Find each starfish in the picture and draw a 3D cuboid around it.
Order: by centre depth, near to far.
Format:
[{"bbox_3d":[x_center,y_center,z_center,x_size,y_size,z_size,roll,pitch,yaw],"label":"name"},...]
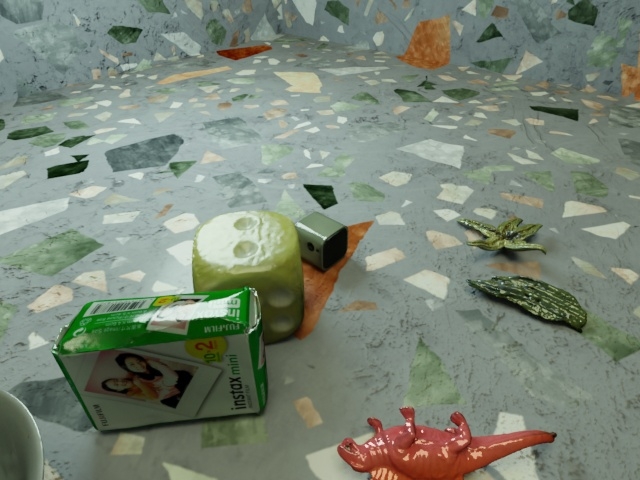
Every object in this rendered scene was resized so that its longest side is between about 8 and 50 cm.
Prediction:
[{"bbox_3d":[0.385,-0.012,0.890,0.223,0.050,0.217,-11,31,-32],"label":"starfish"}]

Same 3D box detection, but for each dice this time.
[{"bbox_3d":[-0.117,0.061,0.704,0.169,0.166,0.169,-5,38,-6],"label":"dice"}]

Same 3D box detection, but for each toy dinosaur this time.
[{"bbox_3d":[0.161,0.287,0.504,0.285,0.070,0.139,5,48,2],"label":"toy dinosaur"}]

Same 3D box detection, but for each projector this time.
[{"bbox_3d":[0.000,0.000,0.849,0.082,0.083,0.083,28,46,32],"label":"projector"}]

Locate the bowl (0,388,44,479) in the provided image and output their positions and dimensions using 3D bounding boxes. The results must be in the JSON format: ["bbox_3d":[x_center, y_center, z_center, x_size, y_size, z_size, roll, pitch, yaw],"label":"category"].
[{"bbox_3d":[-0.417,0.317,0.382,0.345,0.157,0.346,0,38,0],"label":"bowl"}]

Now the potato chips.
[{"bbox_3d":[0.376,0.098,0.765,0.207,0.028,0.092,21,41,23],"label":"potato chips"}]

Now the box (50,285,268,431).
[{"bbox_3d":[-0.198,0.159,0.570,0.249,0.180,0.103,-5,34,-3],"label":"box"}]
